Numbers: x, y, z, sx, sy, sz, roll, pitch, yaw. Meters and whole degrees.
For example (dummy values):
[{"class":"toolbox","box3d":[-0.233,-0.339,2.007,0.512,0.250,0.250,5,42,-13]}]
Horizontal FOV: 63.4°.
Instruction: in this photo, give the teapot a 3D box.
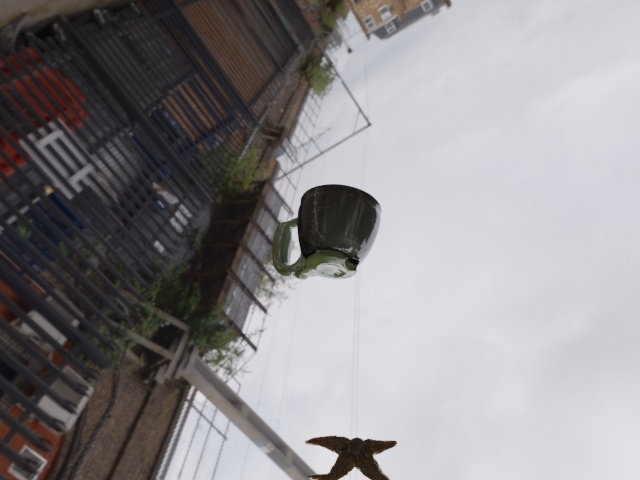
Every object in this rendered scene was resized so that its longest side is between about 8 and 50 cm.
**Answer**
[{"class":"teapot","box3d":[0.008,0.003,0.577,0.124,0.092,0.090,-37,-145,53]}]

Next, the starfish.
[{"class":"starfish","box3d":[0.069,0.538,1.264,0.248,0.050,0.138,-8,-154,21]}]
